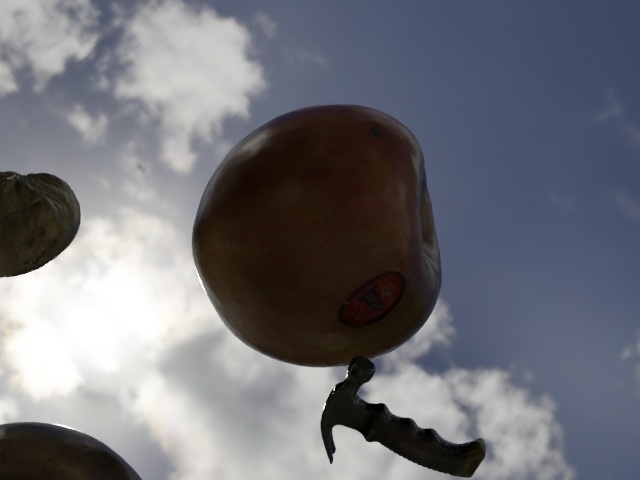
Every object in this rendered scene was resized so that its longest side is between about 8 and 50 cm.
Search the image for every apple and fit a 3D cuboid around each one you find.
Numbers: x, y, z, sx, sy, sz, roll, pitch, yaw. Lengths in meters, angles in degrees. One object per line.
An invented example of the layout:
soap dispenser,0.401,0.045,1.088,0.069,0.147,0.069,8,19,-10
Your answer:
apple,0.000,0.000,1.945,0.346,0.391,0.392,-7,-59,15

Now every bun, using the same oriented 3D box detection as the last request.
bun,-0.506,-0.044,2.195,0.220,0.220,0.134,7,-47,31

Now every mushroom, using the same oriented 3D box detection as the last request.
mushroom,-0.373,0.412,1.674,0.362,0.295,0.362,7,-62,14

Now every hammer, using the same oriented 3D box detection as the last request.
hammer,0.110,0.264,1.802,0.226,0.041,0.159,23,-63,-5
